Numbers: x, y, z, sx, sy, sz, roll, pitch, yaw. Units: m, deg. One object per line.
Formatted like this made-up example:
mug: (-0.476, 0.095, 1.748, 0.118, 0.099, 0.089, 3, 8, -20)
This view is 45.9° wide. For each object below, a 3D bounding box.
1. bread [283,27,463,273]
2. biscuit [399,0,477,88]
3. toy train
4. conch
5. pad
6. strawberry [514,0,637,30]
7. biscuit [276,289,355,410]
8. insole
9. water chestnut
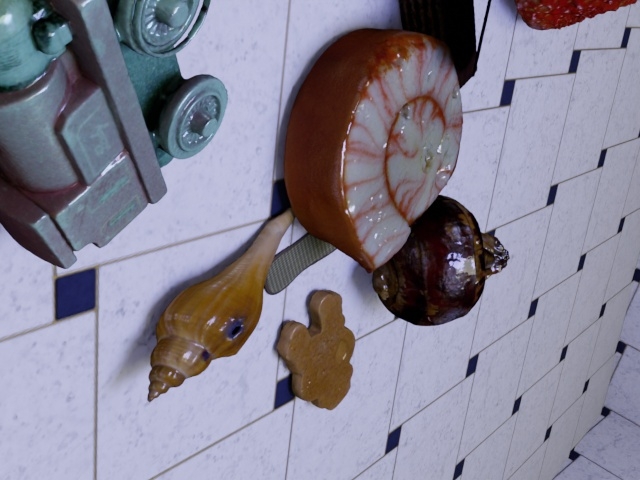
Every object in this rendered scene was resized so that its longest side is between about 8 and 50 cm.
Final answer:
bread: (0.087, -0.145, 1.067, 0.327, 0.114, 0.295, -46, 136, -34)
biscuit: (0.179, -0.339, 1.142, 0.106, 0.070, 0.252, -47, 141, -30)
toy train: (-0.200, -0.128, 0.618, 0.221, 0.150, 0.304, -47, 160, -23)
conch: (-0.108, 0.074, 0.944, 0.330, 0.093, 0.109, -48, 124, -32)
pad: (0.231, -0.425, 1.074, 0.315, 0.063, 0.375, -44, 146, -74)
strawberry: (0.460, -0.502, 1.323, 0.312, 0.267, 0.351, -29, 167, -10)
biscuit: (0.002, 0.184, 1.209, 0.144, 0.040, 0.236, -41, 139, -25)
insole: (0.000, 0.000, 1.133, 0.253, 0.005, 0.086, -40, 137, -35)
water chestnut: (0.197, 0.026, 1.234, 0.223, 0.238, 0.223, 175, -90, -89)
